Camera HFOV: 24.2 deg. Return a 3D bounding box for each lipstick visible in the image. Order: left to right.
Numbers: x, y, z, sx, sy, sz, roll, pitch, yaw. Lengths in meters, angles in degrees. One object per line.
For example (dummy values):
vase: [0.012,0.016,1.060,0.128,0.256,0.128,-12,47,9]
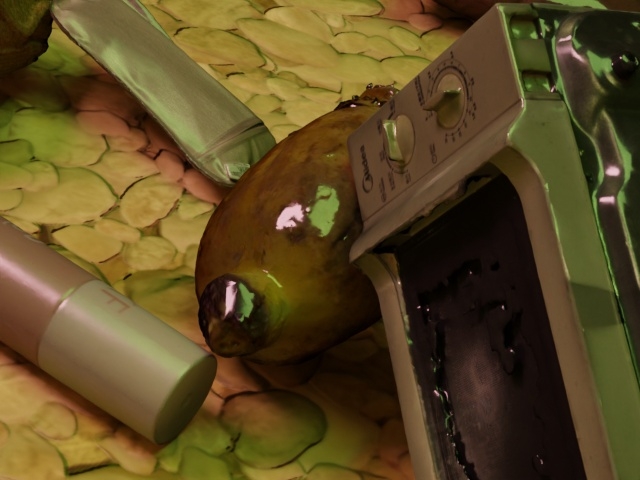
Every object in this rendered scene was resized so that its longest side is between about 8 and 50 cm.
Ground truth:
lipstick: [-0.189,0.039,0.987,0.254,0.070,0.070,31,35,17]

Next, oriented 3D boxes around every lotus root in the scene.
lotus root: [0.000,0.000,1.058,0.141,0.169,0.314,49,40,-8]

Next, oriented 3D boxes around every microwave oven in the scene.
microwave oven: [0.202,0.054,0.906,0.286,0.218,0.355,-1,69,-27]

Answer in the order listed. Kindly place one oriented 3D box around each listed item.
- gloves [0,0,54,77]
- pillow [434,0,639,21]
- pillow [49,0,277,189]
gloves: [-0.348,-0.174,1.134,0.203,0.155,0.356,32,34,15]
pillow: [0.241,-0.306,1.672,0.307,0.108,0.305,19,35,-2]
pillow: [-0.127,-0.131,1.247,0.232,0.038,0.130,44,30,4]
